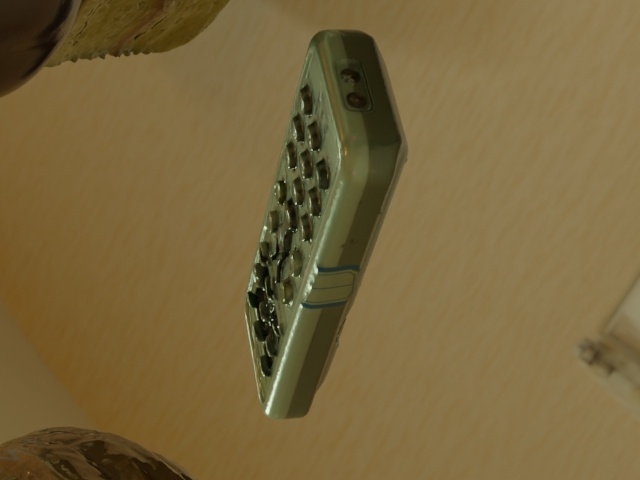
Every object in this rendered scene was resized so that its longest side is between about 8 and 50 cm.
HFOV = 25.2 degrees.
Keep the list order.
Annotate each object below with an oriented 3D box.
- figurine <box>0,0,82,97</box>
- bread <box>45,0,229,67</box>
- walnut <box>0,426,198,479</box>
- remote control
[{"bbox_3d":[-0.275,-0.193,0.762,0.365,0.206,0.218,19,-157,31],"label":"figurine"},{"bbox_3d":[-0.202,-0.351,1.110,0.362,0.245,0.233,50,-154,10],"label":"bread"},{"bbox_3d":[-0.150,0.243,0.952,0.261,0.225,0.225,36,-157,25],"label":"walnut"},{"bbox_3d":[0.000,0.000,1.035,0.065,0.335,0.128,-3,-125,-16],"label":"remote control"}]
